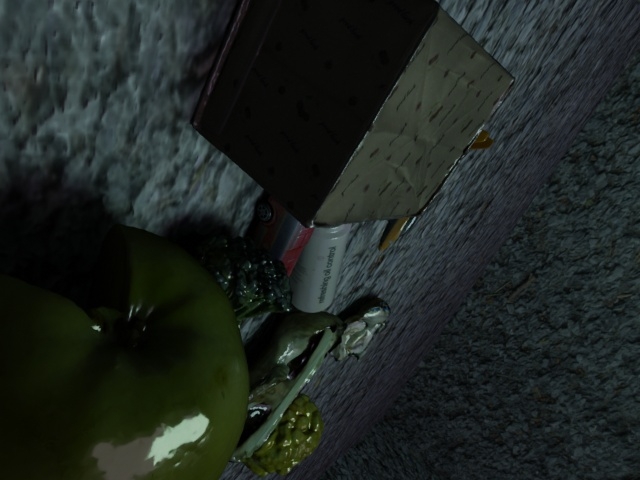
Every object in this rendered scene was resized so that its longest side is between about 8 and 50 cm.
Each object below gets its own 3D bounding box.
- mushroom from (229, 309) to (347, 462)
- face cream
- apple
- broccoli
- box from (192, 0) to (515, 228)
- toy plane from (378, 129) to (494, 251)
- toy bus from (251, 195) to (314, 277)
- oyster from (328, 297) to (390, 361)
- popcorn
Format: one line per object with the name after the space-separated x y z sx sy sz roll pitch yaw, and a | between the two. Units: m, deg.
-0.097 0.269 0.992 0.344 0.130 0.247 -55 158 2 | mushroom
0.000 0.000 0.821 0.092 0.092 0.311 -33 150 -33 | face cream
-0.206 0.127 0.445 0.292 0.292 0.254 -23 164 -46 | apple
-0.156 0.131 0.654 0.304 0.145 0.165 -58 159 13 | broccoli
0.053 -0.160 0.562 0.297 0.190 0.225 -7 134 -56 | box
0.200 -0.117 0.994 0.316 0.103 0.204 -49 155 16 | toy plane
-0.063 0.003 0.730 0.065 0.077 0.192 -21 145 -52 | toy bus
0.098 0.238 1.346 0.214 0.083 0.223 -52 151 -2 | oyster
-0.108 0.473 1.209 0.235 0.181 0.216 -31 157 -9 | popcorn
